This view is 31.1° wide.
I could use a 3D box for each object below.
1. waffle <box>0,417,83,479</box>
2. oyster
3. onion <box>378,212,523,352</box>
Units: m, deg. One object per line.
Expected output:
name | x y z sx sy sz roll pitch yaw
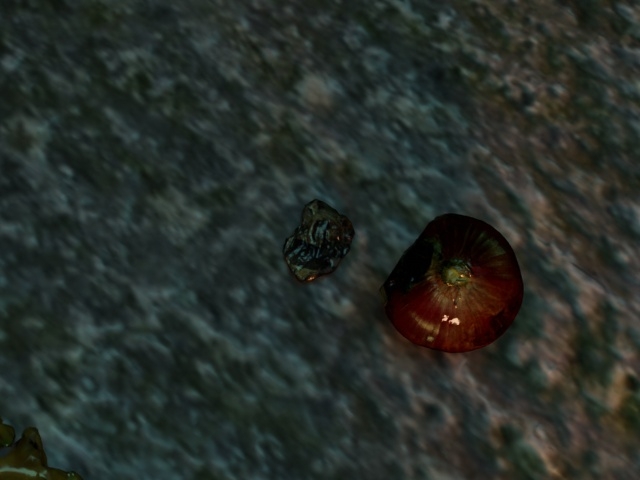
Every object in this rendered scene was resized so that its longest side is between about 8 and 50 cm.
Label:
waffle | -0.269 0.244 0.814 0.254 0.052 0.245 42 64 11
oyster | -0.002 0.002 0.993 0.054 0.019 0.083 27 63 2
onion | 0.113 0.039 0.953 0.118 0.118 0.117 31 96 5
